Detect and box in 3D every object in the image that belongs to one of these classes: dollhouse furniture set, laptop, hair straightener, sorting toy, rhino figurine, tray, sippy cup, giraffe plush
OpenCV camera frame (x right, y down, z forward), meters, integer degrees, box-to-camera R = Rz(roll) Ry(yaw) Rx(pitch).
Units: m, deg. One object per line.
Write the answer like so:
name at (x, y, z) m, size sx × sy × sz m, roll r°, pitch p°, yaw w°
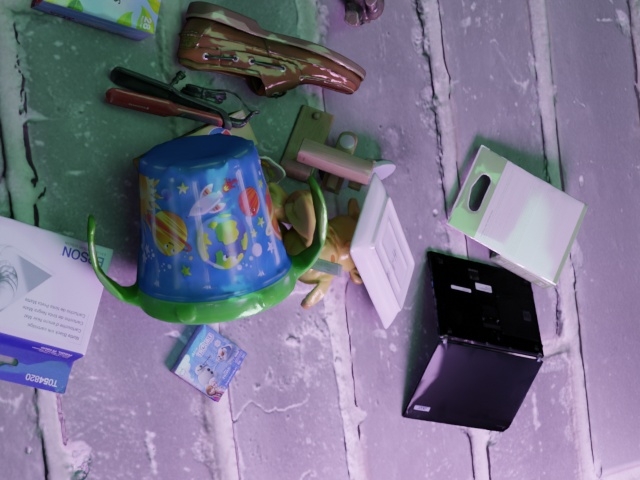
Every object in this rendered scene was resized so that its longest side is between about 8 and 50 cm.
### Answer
dollhouse furniture set at (0.023, -0.157, 1.820) m, size 0.144 × 0.151 × 0.123 m, roll 20°, pitch 77°, yaw 1°
laptop at (0.263, 0.181, 2.062) m, size 0.234 × 0.136 × 0.264 m, roll 13°, pitch 57°, yaw -30°
hair straightener at (-0.202, -0.224, 1.749) m, size 0.231 × 0.047 × 0.089 m, roll 10°, pitch 60°, yaw -10°
sorting toy at (-0.089, -0.115, 1.826) m, size 0.083 × 0.075 × 0.044 m, roll 38°, pitch 71°, yaw -25°
rhino figurine at (0.055, -0.470, 1.910) m, size 0.073 × 0.106 × 0.243 m, roll -9°, pitch 94°, yaw 12°
tray at (0.107, 0.023, 1.860) m, size 0.270 × 0.030 × 0.145 m, roll 64°, pitch 40°, yaw -56°
sippy cup at (-0.162, -0.027, 1.661) m, size 0.305 × 0.240 × 0.224 m, roll -27°, pitch 118°, yaw -42°
giraffe plush at (0.000, 0.000, 1.835) m, size 0.170 × 0.210 × 0.181 m, roll -12°, pitch 128°, yaw -53°

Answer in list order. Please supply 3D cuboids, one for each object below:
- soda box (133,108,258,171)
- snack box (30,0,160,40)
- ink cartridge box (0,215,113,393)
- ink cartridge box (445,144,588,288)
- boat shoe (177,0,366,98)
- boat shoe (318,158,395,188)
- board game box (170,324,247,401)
soda box at (-0.190, -0.136, 1.778) m, size 0.181 × 0.058 × 0.061 m, roll -30°, pitch 104°, yaw -28°
snack box at (-0.314, -0.418, 1.705) m, size 0.175 × 0.070 × 0.207 m, roll 14°, pitch 83°, yaw -29°
ink cartridge box at (-0.426, 0.088, 1.643) m, size 0.223 × 0.045 × 0.223 m, roll 18°, pitch 80°, yaw -29°
ink cartridge box at (0.347, -0.041, 2.093) m, size 0.235 × 0.056 × 0.171 m, roll 28°, pitch 74°, yaw -9°
boat shoe at (-0.079, -0.272, 1.827) m, size 0.307 × 0.111 × 0.104 m, roll 17°, pitch 84°, yaw -19°
boat shoe at (0.061, -0.118, 1.932) m, size 0.142 × 0.049 × 0.040 m, roll -15°, pitch 61°, yaw -32°
board game box at (-0.172, 0.189, 1.803) m, size 0.090 × 0.020 × 0.090 m, roll 37°, pitch 71°, yaw -23°
